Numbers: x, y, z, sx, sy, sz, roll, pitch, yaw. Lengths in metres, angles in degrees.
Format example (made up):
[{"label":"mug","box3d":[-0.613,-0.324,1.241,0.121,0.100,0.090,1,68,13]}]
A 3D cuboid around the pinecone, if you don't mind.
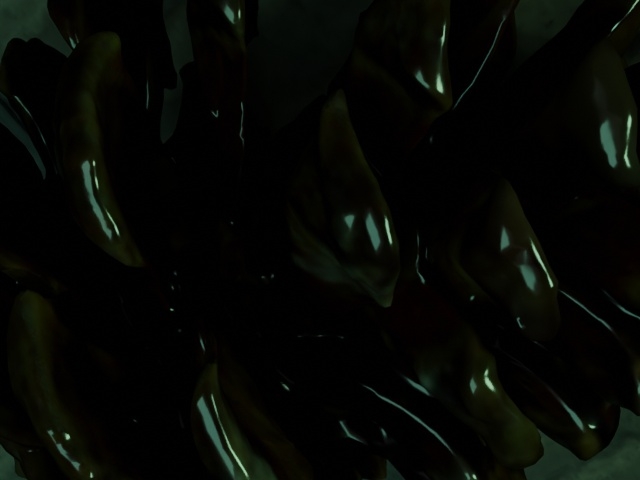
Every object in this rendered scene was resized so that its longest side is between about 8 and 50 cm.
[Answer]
[{"label":"pinecone","box3d":[0.000,0.000,0.440,0.309,0.244,0.244,-27,102,16]}]
